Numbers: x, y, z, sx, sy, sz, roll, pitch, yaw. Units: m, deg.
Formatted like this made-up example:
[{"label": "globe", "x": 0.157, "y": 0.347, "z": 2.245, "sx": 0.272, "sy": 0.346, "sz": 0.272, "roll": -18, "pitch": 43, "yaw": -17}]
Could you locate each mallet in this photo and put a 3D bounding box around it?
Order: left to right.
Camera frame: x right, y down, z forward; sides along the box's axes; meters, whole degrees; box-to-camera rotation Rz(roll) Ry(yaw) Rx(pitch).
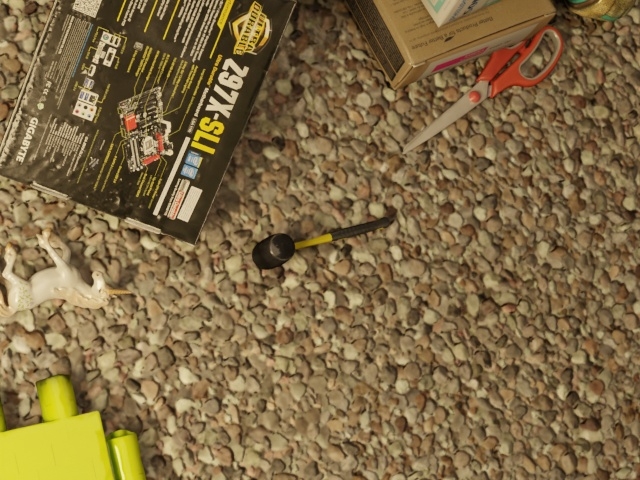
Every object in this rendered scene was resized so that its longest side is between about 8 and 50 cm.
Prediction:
[{"label": "mallet", "x": 0.000, "y": 0.000, "z": 1.730, "sx": 0.190, "sy": 0.062, "sz": 0.039, "roll": -14, "pitch": 84, "yaw": -36}]

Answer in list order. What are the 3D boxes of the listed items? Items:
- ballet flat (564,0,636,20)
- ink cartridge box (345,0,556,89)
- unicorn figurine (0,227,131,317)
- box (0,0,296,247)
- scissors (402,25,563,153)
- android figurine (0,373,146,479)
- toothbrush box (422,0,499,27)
[{"label": "ballet flat", "x": 0.398, "y": -0.471, "z": 1.933, "sx": 0.123, "sy": 0.123, "sz": 0.348, "roll": 6, "pitch": 76, "yaw": -17}, {"label": "ink cartridge box", "x": 0.162, "y": -0.331, "z": 1.815, "sx": 0.235, "sy": 0.088, "sz": 0.193, "roll": -22, "pitch": 80, "yaw": -21}, {"label": "unicorn figurine", "x": -0.315, "y": 0.043, "z": 1.602, "sx": 0.162, "sy": 0.060, "sz": 0.111, "roll": -23, "pitch": 87, "yaw": -6}, {"label": "box", "x": -0.208, "y": -0.185, "z": 1.596, "sx": 0.257, "sy": 0.079, "sz": 0.322, "roll": 20, "pitch": 103, "yaw": -15}, {"label": "scissors", "x": 0.227, "y": -0.198, "z": 1.853, "sx": 0.109, "sy": 0.021, "sz": 0.297, "roll": 39, "pitch": 68, "yaw": -8}, {"label": "android figurine", "x": -0.315, "y": 0.295, "z": 1.542, "sx": 0.248, "sy": 0.056, "sz": 0.272, "roll": -12, "pitch": 82, "yaw": -21}, {"label": "toothbrush box", "x": 0.266, "y": -0.413, "z": 1.707, "sx": 0.296, "sy": 0.216, "sz": 0.126, "roll": -25, "pitch": 78, "yaw": -23}]
